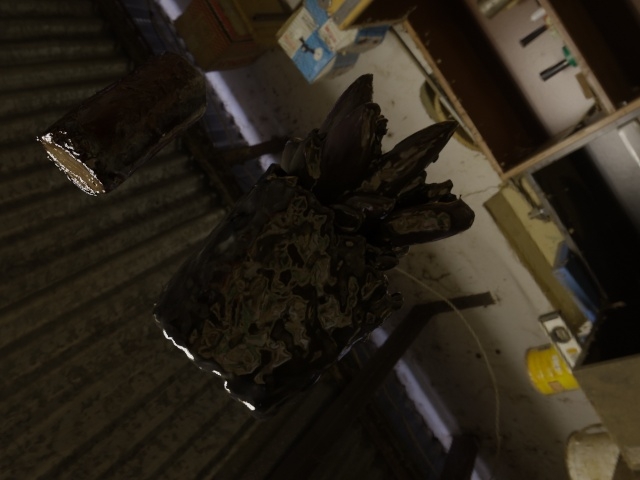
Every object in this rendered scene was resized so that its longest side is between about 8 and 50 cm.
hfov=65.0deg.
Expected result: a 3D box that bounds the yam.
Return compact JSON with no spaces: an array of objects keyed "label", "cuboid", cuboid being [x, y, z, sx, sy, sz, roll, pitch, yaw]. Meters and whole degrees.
[{"label":"yam","cuboid":[-0.174,-0.107,0.463,0.079,0.079,0.141,47,-117,-11]}]

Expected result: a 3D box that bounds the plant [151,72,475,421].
[{"label":"plant","cuboid":[0.000,0.000,0.490,0.321,0.194,0.182,-45,-76,-13]}]
